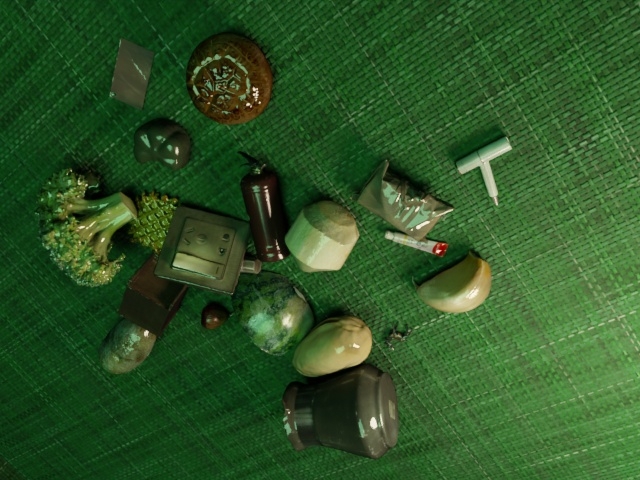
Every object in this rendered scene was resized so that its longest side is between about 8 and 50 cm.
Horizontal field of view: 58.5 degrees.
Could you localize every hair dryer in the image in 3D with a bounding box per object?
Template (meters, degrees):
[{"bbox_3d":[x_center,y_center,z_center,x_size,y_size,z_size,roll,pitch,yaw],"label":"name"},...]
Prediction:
[{"bbox_3d":[0.485,-0.180,1.589,0.155,0.044,0.183,-27,112,26],"label":"hair dryer"}]

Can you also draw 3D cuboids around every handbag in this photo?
[{"bbox_3d":[0.237,-0.112,1.641,0.270,0.117,0.182,31,134,-3],"label":"handbag"}]

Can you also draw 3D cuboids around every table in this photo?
[{"bbox_3d":[-0.561,0.182,1.959,0.169,0.172,0.193,30,130,-3],"label":"table"}]

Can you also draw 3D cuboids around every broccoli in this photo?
[{"bbox_3d":[-0.765,-0.051,1.831,0.338,0.317,0.277,30,168,29],"label":"broccoli"}]

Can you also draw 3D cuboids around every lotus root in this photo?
[{"bbox_3d":[-0.706,0.373,2.110,0.175,0.175,0.349,40,116,-7],"label":"lotus root"}]

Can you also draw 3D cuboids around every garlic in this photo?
[{"bbox_3d":[0.407,0.141,1.736,0.245,0.145,0.164,-27,76,26],"label":"garlic"}]

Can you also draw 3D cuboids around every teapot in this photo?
[{"bbox_3d":[0.077,0.597,1.969,0.362,0.305,0.376,-9,152,20],"label":"teapot"}]

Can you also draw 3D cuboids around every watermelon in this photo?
[{"bbox_3d":[-0.177,0.230,1.921,0.224,0.180,0.305,-43,99,-16],"label":"watermelon"}]

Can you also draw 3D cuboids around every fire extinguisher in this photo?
[{"bbox_3d":[-0.180,-0.106,1.758,0.135,0.114,0.337,14,124,39],"label":"fire extinguisher"}]

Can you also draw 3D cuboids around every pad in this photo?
[{"bbox_3d":[-0.565,-0.497,1.714,0.113,0.006,0.187,24,119,3],"label":"pad"}]

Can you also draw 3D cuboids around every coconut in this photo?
[{"bbox_3d":[0.000,0.000,1.714,0.202,0.202,0.222,31,118,-3],"label":"coconut"}]

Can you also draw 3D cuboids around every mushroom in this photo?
[{"bbox_3d":[-0.252,-0.441,1.583,0.253,0.153,0.253,1,119,3],"label":"mushroom"}]

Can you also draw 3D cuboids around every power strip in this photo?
[{"bbox_3d":[-0.370,0.037,1.819,0.257,0.251,0.092,15,151,-4],"label":"power strip"}]

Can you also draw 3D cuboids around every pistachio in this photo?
[{"bbox_3d":[0.044,0.356,1.895,0.187,0.187,0.299,44,128,-10],"label":"pistachio"}]

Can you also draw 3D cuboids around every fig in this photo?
[{"bbox_3d":[-0.360,0.271,2.026,0.125,0.089,0.088,3,120,-12],"label":"fig"}]

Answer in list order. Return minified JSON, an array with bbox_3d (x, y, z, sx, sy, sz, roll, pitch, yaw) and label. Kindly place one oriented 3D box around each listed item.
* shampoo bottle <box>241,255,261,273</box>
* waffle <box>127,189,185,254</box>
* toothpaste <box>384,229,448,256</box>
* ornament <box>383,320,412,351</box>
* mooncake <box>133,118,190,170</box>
[{"bbox_3d":[-0.315,0.070,1.897,0.228,0.086,0.055,7,90,10],"label":"shampoo bottle"},{"bbox_3d":[-0.536,-0.054,1.912,0.229,0.051,0.231,21,119,7],"label":"waffle"},{"bbox_3d":[0.289,0.006,1.739,0.190,0.031,0.048,16,116,3],"label":"toothpaste"},{"bbox_3d":[0.255,0.330,1.917,0.073,0.028,0.125,21,118,4],"label":"ornament"},{"bbox_3d":[-0.489,-0.283,1.751,0.175,0.104,0.168,-17,117,25],"label":"mooncake"}]
